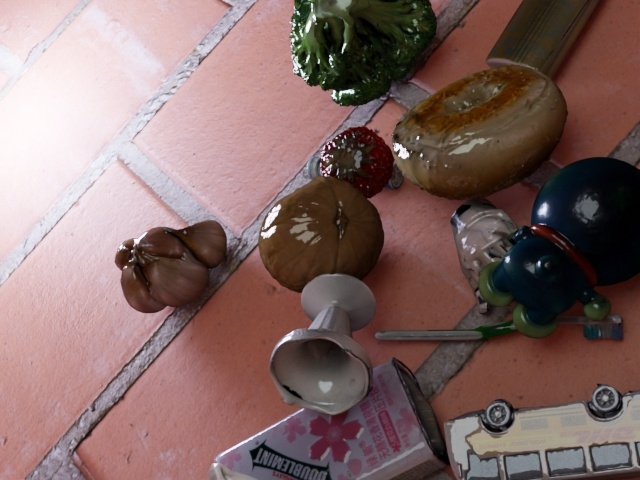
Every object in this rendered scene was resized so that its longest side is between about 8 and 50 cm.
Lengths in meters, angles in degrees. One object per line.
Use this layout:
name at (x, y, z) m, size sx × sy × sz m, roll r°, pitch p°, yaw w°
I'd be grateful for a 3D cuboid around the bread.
bread at (0.272, -0.178, 1.650) m, size 0.306 × 0.158 × 0.305 m, roll -17°, pitch 31°, yaw 11°

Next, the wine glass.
wine glass at (0.014, 0.161, 1.552) m, size 0.165 × 0.165 × 0.196 m, roll -17°, pitch 27°, yaw 21°

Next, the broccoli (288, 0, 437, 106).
broccoli at (0.068, -0.417, 1.866) m, size 0.308 × 0.275 × 0.307 m, roll -1°, pitch 84°, yaw 9°

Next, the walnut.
walnut at (0.000, 0.000, 1.699) m, size 0.228 × 0.228 × 0.228 m, roll -13°, pitch 59°, yaw 23°

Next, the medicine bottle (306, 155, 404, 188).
medicine bottle at (0.065, -0.130, 1.839) m, size 0.191 × 0.051 × 0.051 m, roll 8°, pitch 69°, yaw 31°

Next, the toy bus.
toy bus at (0.359, 0.297, 1.421) m, size 0.343 × 0.097 × 0.138 m, roll -14°, pitch 66°, yaw 21°

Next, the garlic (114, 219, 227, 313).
garlic at (-0.285, 0.053, 1.878) m, size 0.214 × 0.191 × 0.160 m, roll -11°, pitch 84°, yaw 11°

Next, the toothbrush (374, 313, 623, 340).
toothbrush at (0.280, 0.143, 1.577) m, size 0.418 × 0.042 × 0.040 m, roll -3°, pitch 95°, yaw 27°

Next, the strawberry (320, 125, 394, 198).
strawberry at (0.063, -0.144, 1.763) m, size 0.145 × 0.086 × 0.145 m, roll -7°, pitch 76°, yaw 30°

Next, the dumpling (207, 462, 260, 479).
dumpling at (-0.112, 0.445, 1.465) m, size 0.229 × 0.124 × 0.151 m, roll 34°, pitch 113°, yaw 41°

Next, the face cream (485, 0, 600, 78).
face cream at (0.431, -0.423, 1.779) m, size 0.139 × 0.067 × 0.285 m, roll 27°, pitch 81°, yaw 36°

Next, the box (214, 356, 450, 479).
box at (0.018, 0.354, 1.570) m, size 0.370 × 0.112 × 0.190 m, roll -32°, pitch 55°, yaw 12°

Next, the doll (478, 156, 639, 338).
doll at (0.401, -0.001, 1.476) m, size 0.198 × 0.186 × 0.322 m, roll 39°, pitch 73°, yaw 9°

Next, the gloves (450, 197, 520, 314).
gloves at (0.288, 0.033, 1.595) m, size 0.128 × 0.111 × 0.212 m, roll -29°, pitch 46°, yaw 7°
